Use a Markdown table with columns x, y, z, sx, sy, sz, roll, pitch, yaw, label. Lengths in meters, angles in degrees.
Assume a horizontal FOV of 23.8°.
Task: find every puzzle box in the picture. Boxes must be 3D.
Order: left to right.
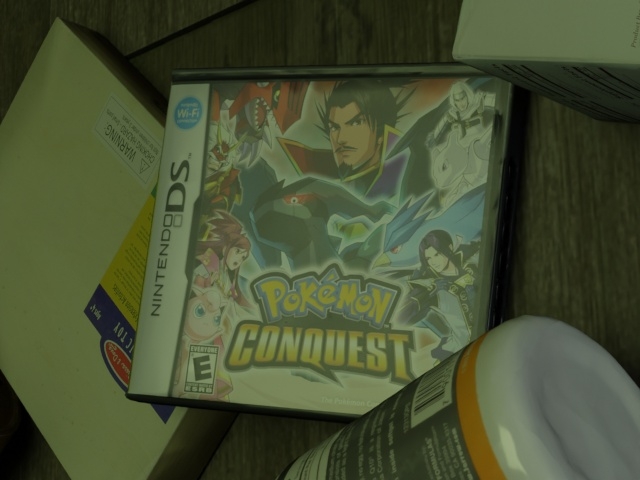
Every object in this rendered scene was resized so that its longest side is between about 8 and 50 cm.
| x | y | z | sx | sy | sz | roll | pitch | yaw | label |
| --- | --- | --- | --- | --- | --- | --- | --- | --- | --- |
| -0.181 | 0.020 | 1.273 | 0.409 | 0.052 | 0.272 | 46 | 111 | 42 | puzzle box |

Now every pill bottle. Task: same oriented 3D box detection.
| x | y | z | sx | sy | sz | roll | pitch | yaw | label |
| --- | --- | --- | --- | --- | --- | --- | --- | --- | --- |
| 0.062 | 0.175 | 0.904 | 0.278 | 0.162 | 0.162 | -38 | 54 | 32 | pill bottle |

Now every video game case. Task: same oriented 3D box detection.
| x | y | z | sx | sy | sz | roll | pitch | yaw | label |
| --- | --- | --- | --- | --- | --- | --- | --- | --- | --- |
| 0.000 | 0.000 | 1.054 | 0.275 | 0.035 | 0.248 | 2 | 79 | 28 | video game case |

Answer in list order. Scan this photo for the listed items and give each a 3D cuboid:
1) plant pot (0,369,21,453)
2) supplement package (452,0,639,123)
| x | y | z | sx | sy | sz | roll | pitch | yaw | label |
| --- | --- | --- | --- | --- | --- | --- | --- | --- | --- |
| -0.399 | 0.184 | 1.346 | 0.254 | 0.237 | 0.237 | -35 | 55 | 16 | plant pot |
| 0.214 | -0.171 | 0.857 | 0.203 | 0.149 | 0.194 | 9 | 85 | 46 | supplement package |
